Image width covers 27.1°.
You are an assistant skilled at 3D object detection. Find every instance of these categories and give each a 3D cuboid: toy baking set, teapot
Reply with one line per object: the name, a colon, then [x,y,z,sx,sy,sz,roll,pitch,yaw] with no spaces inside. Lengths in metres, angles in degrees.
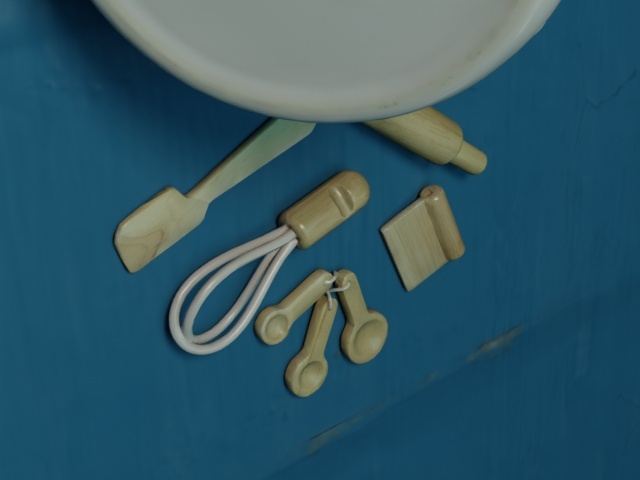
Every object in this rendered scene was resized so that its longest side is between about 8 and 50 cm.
toy baking set: [0.004,-0.006,0.779,0.256,0.030,0.197,31,88,-47]
teapot: [0.004,-0.192,0.575,0.187,0.252,0.256,-73,177,-47]
